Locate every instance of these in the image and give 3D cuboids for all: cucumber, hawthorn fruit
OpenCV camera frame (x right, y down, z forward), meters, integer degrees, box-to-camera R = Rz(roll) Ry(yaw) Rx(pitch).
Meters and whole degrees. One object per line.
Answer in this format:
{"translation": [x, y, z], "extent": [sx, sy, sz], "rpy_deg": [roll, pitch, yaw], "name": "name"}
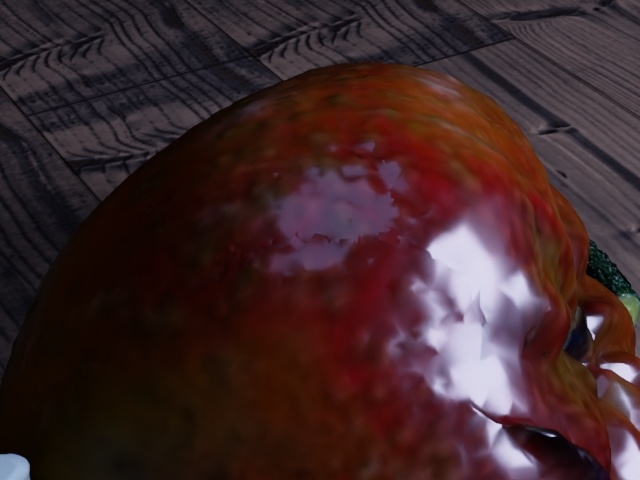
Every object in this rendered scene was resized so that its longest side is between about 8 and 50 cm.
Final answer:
{"translation": [0.198, -0.001, 1.513], "extent": [0.044, 0.043, 0.257], "rpy_deg": [-8, 30, -17], "name": "cucumber"}
{"translation": [-0.003, 0.114, 1.052], "extent": [0.402, 0.403, 0.403], "rpy_deg": [-3, 31, 2], "name": "hawthorn fruit"}

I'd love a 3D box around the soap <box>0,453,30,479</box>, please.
{"translation": [-0.203, 0.246, 0.928], "extent": [0.087, 0.265, 0.160], "rpy_deg": [15, 36, 30], "name": "soap"}
